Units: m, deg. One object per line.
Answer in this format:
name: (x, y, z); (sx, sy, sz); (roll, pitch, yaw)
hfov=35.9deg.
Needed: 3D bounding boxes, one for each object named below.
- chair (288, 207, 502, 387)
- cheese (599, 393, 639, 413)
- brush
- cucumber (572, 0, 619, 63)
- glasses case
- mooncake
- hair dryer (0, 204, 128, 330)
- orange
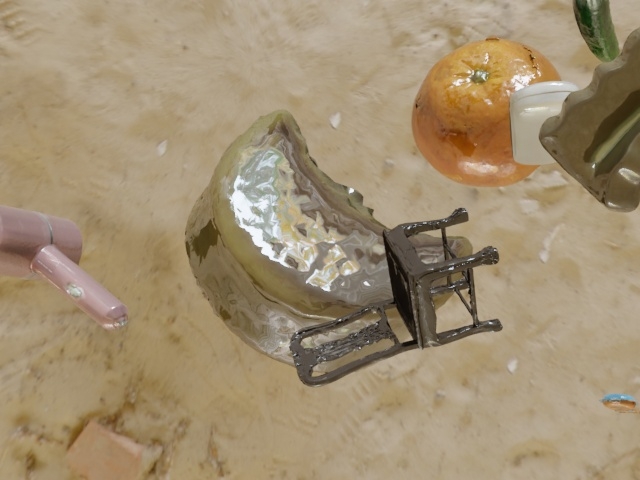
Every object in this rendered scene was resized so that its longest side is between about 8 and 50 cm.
chair: (0.072, 0.063, 1.066); (0.229, 0.106, 0.113); (-16, 120, -6)
cheese: (0.392, 0.213, 1.278); (0.047, 0.111, 0.017); (0, 72, 29)
brush: (0.268, -0.143, 0.607); (0.301, 0.071, 0.084); (-46, 65, 19)
cucumber: (0.284, -0.230, 1.019); (0.039, 0.168, 0.039); (-10, 64, 21)
glasses case: (0.247, -0.126, 1.090); (0.076, 0.197, 0.049); (-6, 75, 11)
mooncake: (0.000, 0.000, 1.503); (0.393, 0.394, 0.246); (1, 144, -24)
hair dryer: (-0.462, 0.054, 1.716); (0.352, 0.210, 0.125); (31, 98, 31)
orange: (0.307, -0.227, 1.789); (0.283, 0.284, 0.226); (-33, 137, 2)
